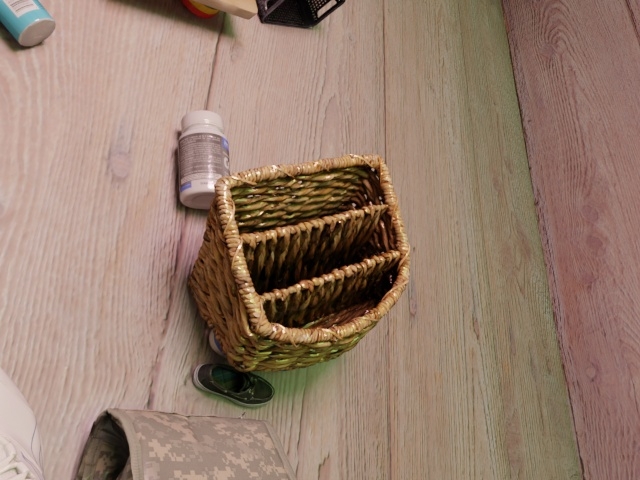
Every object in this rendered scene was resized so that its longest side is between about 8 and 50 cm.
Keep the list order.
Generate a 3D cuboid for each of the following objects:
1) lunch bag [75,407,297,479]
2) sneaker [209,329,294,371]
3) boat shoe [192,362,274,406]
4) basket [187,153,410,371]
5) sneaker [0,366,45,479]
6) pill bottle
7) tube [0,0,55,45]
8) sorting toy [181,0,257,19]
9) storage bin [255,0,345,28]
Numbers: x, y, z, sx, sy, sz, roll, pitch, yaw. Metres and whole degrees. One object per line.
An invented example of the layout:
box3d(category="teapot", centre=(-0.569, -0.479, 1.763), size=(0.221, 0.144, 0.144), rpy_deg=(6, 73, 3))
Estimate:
box3d(category="lunch bag", centre=(-0.134, 0.327, 0.529), size=(0.235, 0.169, 0.287), rpy_deg=(24, 32, -41))
box3d(category="sneaker", centre=(-0.085, 0.158, 0.724), size=(0.152, 0.084, 0.058), rpy_deg=(34, 51, -33))
box3d(category="boat shoe", centre=(-0.117, 0.210, 0.700), size=(0.142, 0.040, 0.049), rpy_deg=(29, 54, -37))
box3d(category="basket", centre=(-0.002, 0.035, 0.681), size=(0.299, 0.223, 0.213), rpy_deg=(-13, 56, -38))
box3d(category="sneaker", centre=(-0.284, 0.242, 0.436), size=(0.111, 0.129, 0.297), rpy_deg=(-15, 84, -48))
box3d(category="pill bottle", centre=(-0.179, -0.124, 0.745), size=(0.078, 0.078, 0.137), rpy_deg=(10, 67, -45))
box3d(category="tube", centre=(-0.422, -0.344, 0.598), size=(0.207, 0.052, 0.080), rpy_deg=(53, 30, -10))
box3d(category="sorting toy", centre=(-0.257, -0.507, 0.814), size=(0.257, 0.089, 0.256), rpy_deg=(-6, 79, -49))
box3d(category="storage bin", centre=(-0.047, -0.528, 1.028), size=(0.180, 0.122, 0.084), rpy_deg=(-24, 93, -50))
